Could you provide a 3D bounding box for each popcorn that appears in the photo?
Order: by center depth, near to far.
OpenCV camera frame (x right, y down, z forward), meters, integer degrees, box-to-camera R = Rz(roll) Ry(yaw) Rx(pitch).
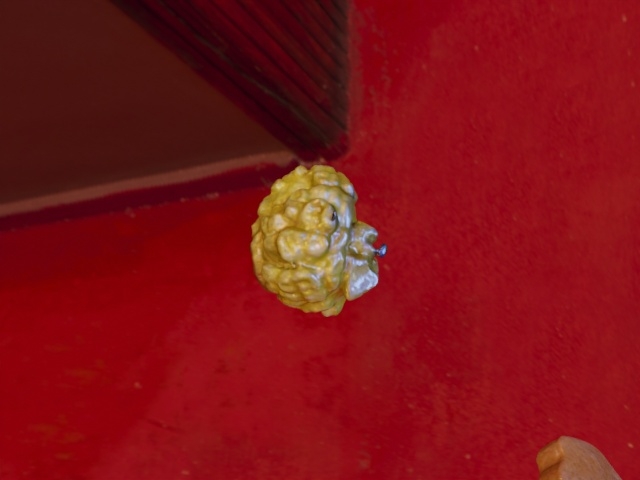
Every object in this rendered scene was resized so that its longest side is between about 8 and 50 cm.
[{"bbox_3d":[-0.002,0.002,1.467,0.170,0.189,0.218,-14,35,31],"label":"popcorn"}]

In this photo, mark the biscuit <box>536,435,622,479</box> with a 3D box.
[{"bbox_3d":[0.289,0.332,0.962,0.047,0.202,0.333,-41,45,29],"label":"biscuit"}]
